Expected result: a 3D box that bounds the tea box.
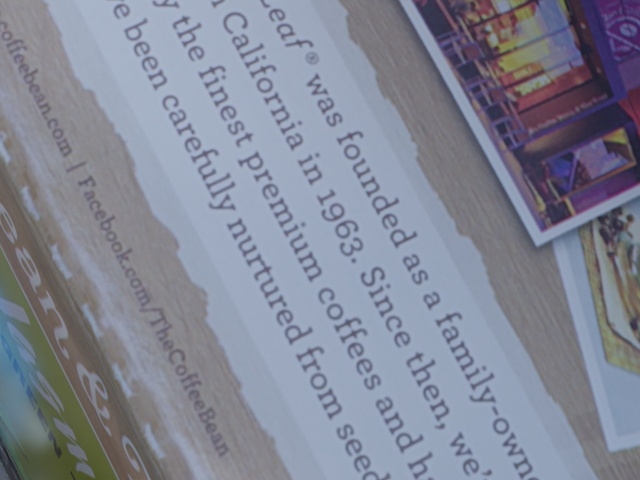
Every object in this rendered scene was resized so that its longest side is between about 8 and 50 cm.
[{"bbox_3d":[0.000,0.000,0.545,0.329,0.220,0.323,61,-19,10],"label":"tea box"}]
